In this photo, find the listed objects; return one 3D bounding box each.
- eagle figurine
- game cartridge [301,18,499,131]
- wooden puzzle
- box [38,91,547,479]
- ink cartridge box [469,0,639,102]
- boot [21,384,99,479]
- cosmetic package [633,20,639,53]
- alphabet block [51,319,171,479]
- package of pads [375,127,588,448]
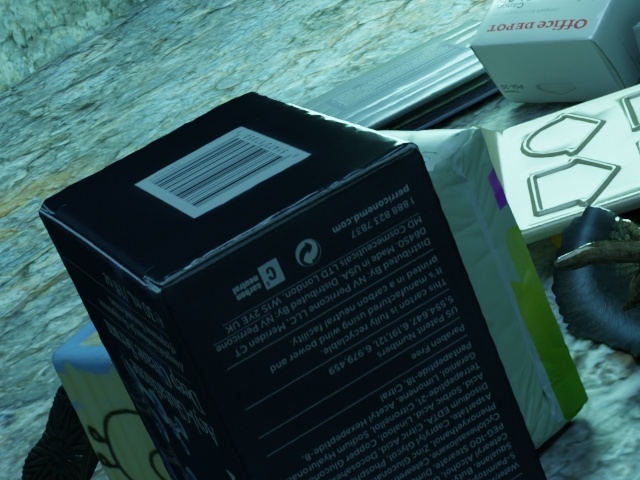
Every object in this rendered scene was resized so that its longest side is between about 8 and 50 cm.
[{"bbox_3d":[0.342,0.009,1.525,0.226,0.225,0.298,24,-2,8],"label":"eagle figurine"},{"bbox_3d":[0.128,-0.209,2.351,0.355,0.068,0.230,-28,18,-13],"label":"game cartridge"},{"bbox_3d":[0.348,-0.088,1.839,0.348,0.080,0.322,-14,23,9],"label":"wooden puzzle"},{"bbox_3d":[-0.009,0.118,1.257,0.212,0.395,0.293,-30,22,-16],"label":"box"},{"bbox_3d":[0.356,-0.329,2.189,0.207,0.117,0.283,3,55,43],"label":"ink cartridge box"},{"bbox_3d":[-0.199,0.185,1.693,0.076,0.189,0.208,38,30,17],"label":"boot"},{"bbox_3d":[0.507,-0.283,2.096,0.127,0.107,0.238,-4,25,36],"label":"cosmetic package"},{"bbox_3d":[-0.103,0.141,1.566,0.192,0.197,0.193,-3,28,41],"label":"alphabet block"},{"bbox_3d":[0.086,0.043,1.477,0.229,0.296,0.101,3,34,48],"label":"package of pads"}]
